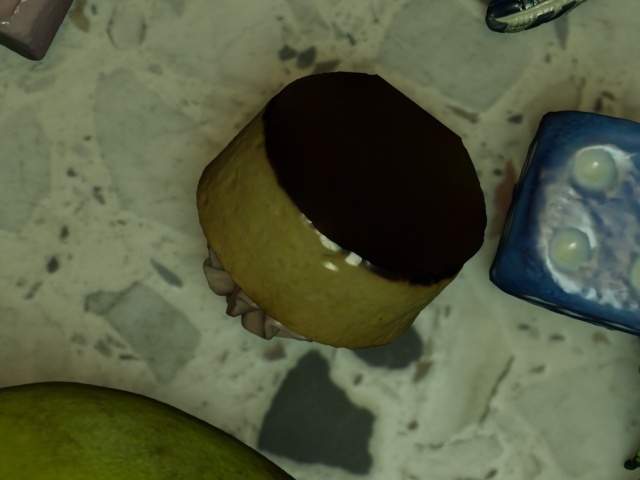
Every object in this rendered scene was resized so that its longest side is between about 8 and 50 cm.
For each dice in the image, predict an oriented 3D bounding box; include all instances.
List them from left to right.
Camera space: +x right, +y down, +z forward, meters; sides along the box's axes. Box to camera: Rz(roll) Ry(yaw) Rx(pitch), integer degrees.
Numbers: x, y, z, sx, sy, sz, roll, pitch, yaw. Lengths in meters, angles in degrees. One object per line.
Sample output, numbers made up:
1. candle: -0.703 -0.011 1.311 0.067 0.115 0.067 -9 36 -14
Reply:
1. dice: 0.211 -0.013 1.433 0.146 0.143 0.146 18 85 0

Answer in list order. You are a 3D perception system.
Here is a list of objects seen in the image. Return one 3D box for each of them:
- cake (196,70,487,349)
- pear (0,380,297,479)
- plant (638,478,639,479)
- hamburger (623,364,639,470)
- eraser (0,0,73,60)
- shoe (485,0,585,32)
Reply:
1. cake: 0.000 0.000 1.427 0.207 0.178 0.185 -18 68 -40
2. pear: -0.165 0.262 1.310 0.413 0.352 0.352 14 85 -3
3. plant: 0.209 0.344 1.409 0.180 0.251 0.333 -5 115 -13
4. hamburger: 0.316 0.112 1.412 0.214 0.235 0.125 7 69 -35
5. eraser: -0.253 -0.352 1.461 0.272 0.122 0.359 27 84 1
6. shoe: 0.182 -0.210 1.489 0.143 0.064 0.071 -37 88 -7
